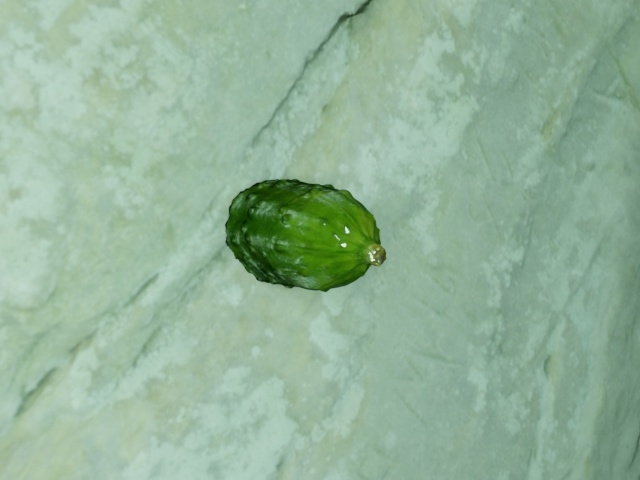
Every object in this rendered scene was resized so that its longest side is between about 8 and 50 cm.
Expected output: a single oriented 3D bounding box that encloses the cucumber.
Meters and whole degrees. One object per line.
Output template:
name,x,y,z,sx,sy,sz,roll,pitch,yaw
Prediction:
cucumber,-0.003,-0.001,0.834,0.134,0.244,0.134,-4,97,-28
